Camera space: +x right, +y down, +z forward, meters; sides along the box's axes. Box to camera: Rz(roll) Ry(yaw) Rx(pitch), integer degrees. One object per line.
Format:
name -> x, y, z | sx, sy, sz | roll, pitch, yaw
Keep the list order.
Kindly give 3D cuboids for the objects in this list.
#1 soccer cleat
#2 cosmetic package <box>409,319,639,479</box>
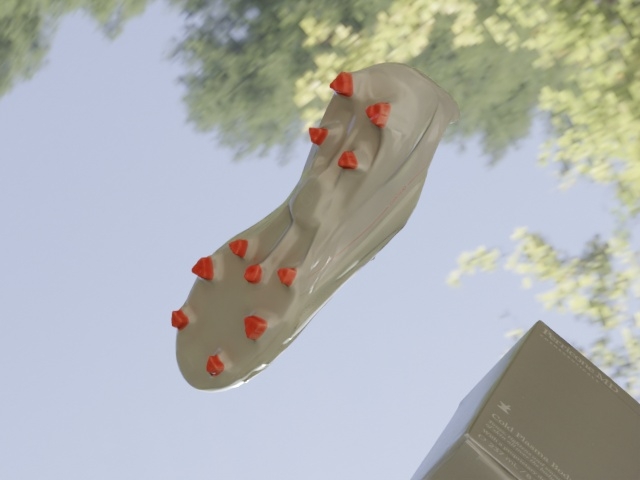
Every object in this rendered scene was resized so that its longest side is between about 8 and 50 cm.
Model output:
soccer cleat -> 0.000, 0.000, 0.929 | 0.076, 0.196, 0.068 | 12, -150, -50
cosmetic package -> 0.140, 0.157, 1.264 | 0.127, 0.107, 0.238 | 40, -154, 2
